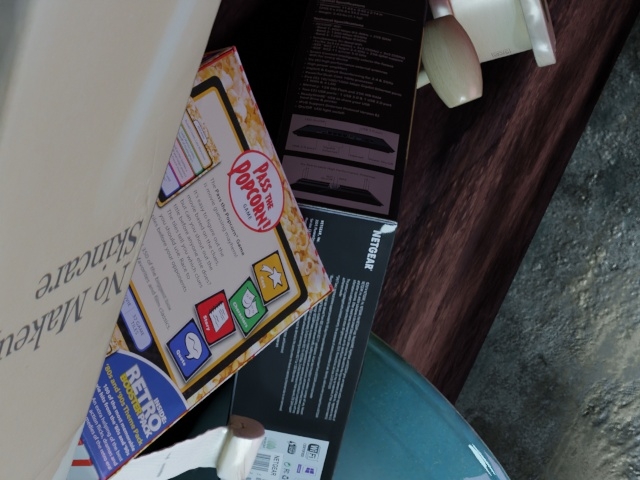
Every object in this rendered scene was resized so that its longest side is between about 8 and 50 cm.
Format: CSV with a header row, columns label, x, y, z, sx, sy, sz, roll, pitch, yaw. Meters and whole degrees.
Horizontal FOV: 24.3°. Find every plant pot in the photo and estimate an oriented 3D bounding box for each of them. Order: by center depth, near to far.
label,x,y,z,sx,sy,sz,roll,pitch,yaw
plant pot,-0.016,0.233,1.210,0.255,0.272,0.271,-43,160,-17

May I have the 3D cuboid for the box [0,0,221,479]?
label,x,y,z,sx,sy,sz,roll,pitch,yaw
box,-0.144,-0.013,0.545,0.148,0.121,0.311,-38,152,-61

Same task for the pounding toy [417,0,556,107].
label,x,y,z,sx,sy,sz,roll,pitch,yaw
pounding toy,0.089,-0.192,1.121,0.269,0.155,0.154,-58,133,-73

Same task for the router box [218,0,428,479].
label,x,y,z,sx,sy,sz,roll,pitch,yaw
router box,0.000,0.000,0.999,0.308,0.081,0.243,102,-1,-47

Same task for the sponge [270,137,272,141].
label,x,y,z,sx,sy,sz,roll,pitch,yaw
sponge,-0.083,0.029,1.023,0.117,0.031,0.210,-52,162,-37

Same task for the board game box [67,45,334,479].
label,x,y,z,sx,sy,sz,roll,pitch,yaw
board game box,-0.086,0.007,0.732,0.193,0.045,0.146,-37,112,-45

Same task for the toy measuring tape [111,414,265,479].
label,x,y,z,sx,sy,sz,roll,pitch,yaw
toy measuring tape,-0.135,0.174,0.751,0.330,0.121,0.121,-13,133,-42
